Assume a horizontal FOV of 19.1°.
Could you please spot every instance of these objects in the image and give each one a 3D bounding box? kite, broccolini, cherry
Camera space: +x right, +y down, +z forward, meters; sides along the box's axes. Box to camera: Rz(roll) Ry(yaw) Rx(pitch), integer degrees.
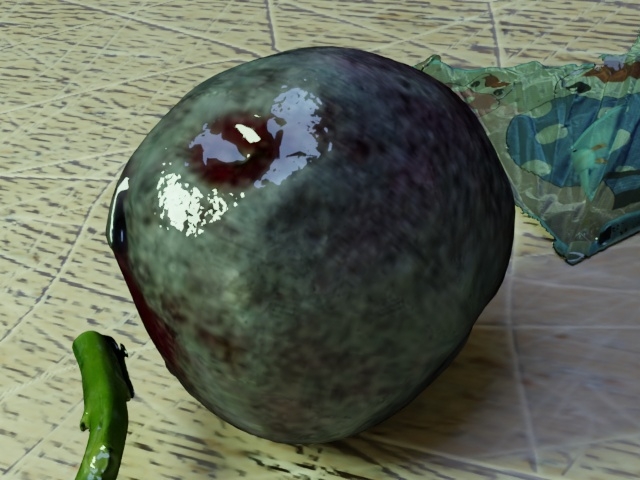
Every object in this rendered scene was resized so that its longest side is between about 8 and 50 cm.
[{"bbox_3d":[0.187,-0.093,1.136,0.406,0.014,0.368,-1,33,23],"label":"kite"},{"bbox_3d":[-0.160,0.136,0.860,0.123,0.062,0.271,9,41,11],"label":"broccolini"},{"bbox_3d":[-0.003,-0.004,0.887,0.195,0.195,0.195,-11,30,7],"label":"cherry"}]
